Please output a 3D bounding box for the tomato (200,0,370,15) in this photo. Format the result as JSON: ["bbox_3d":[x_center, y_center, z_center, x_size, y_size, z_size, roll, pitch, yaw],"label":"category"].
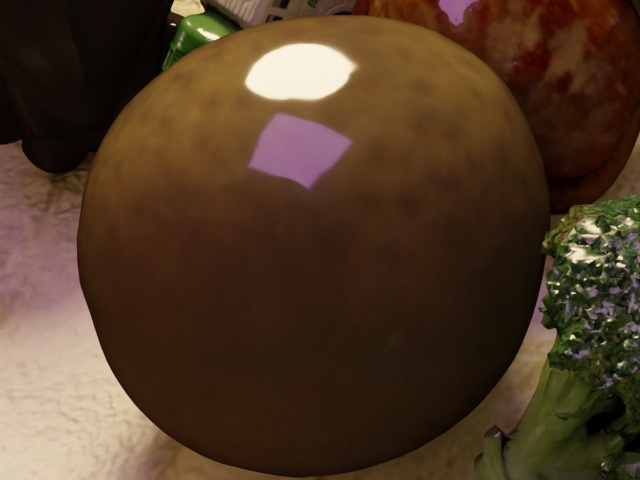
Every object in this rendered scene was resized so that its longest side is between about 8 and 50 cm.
[{"bbox_3d":[-0.010,-0.242,1.642,0.184,0.208,0.208,-22,44,-14],"label":"tomato"}]

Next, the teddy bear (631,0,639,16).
[{"bbox_3d":[0.296,-0.264,1.542,0.357,0.225,0.367,18,5,-21],"label":"teddy bear"}]

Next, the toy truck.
[{"bbox_3d":[-0.068,-0.114,1.498,0.125,0.243,0.101,6,24,-47],"label":"toy truck"}]

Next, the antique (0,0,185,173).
[{"bbox_3d":[-0.201,-0.210,1.549,0.185,0.322,0.255,-12,69,-5],"label":"antique"}]

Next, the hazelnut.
[{"bbox_3d":[0.131,-0.122,1.490,0.234,0.218,0.218,37,45,-12],"label":"hazelnut"}]

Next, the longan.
[{"bbox_3d":[0.000,0.000,1.300,0.318,0.319,0.319,-3,42,3],"label":"longan"}]

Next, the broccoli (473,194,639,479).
[{"bbox_3d":[0.219,0.106,1.211,0.275,0.308,0.308,-23,38,18],"label":"broccoli"}]
